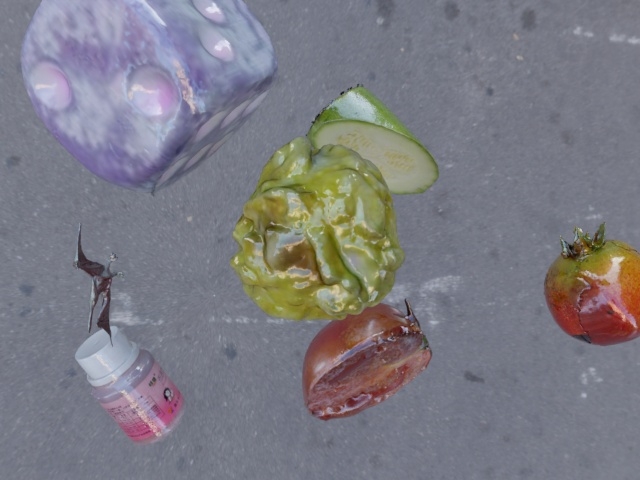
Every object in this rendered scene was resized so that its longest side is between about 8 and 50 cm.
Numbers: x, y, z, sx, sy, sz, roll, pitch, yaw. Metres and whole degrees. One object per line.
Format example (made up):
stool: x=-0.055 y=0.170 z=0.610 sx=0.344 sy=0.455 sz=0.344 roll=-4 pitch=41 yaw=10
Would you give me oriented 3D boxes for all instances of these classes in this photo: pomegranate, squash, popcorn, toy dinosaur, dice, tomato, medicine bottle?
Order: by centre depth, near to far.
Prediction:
popcorn: x=0.000 y=0.000 z=0.384 sx=0.120 sy=0.116 sz=0.106 roll=-43 pitch=60 yaw=-6
dice: x=-0.249 y=-0.257 z=0.884 sx=0.271 sy=0.270 sz=0.270 roll=47 pitch=122 yaw=-5
toy dinosaur: x=-0.343 y=0.071 z=0.910 sx=0.032 sy=0.108 sz=0.220 roll=-5 pitch=117 yaw=7
pomegranate: x=0.537 y=0.087 z=1.125 sx=0.210 sy=0.210 sz=0.235 roll=-25 pitch=102 yaw=-12
tomato: x=0.076 y=0.227 z=1.214 sx=0.308 sy=0.309 sz=0.170 roll=-22 pitch=50 yaw=-12
medicine bottle: x=-0.399 y=0.303 z=1.227 sx=0.147 sy=0.147 sz=0.247 roll=-33 pitch=115 yaw=-12
squash: x=0.116 y=-0.188 z=1.269 sx=0.189 sy=0.189 sz=0.261 roll=-38 pitch=84 yaw=-11
